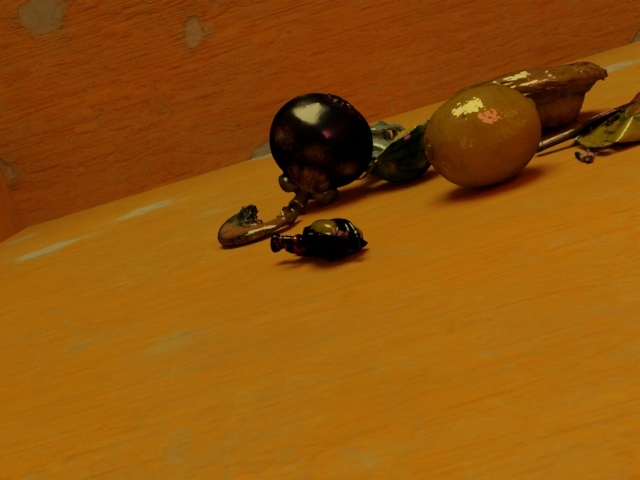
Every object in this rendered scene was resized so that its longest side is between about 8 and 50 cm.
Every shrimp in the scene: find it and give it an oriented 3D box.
[{"bbox_3d":[-0.159,-0.057,1.986,0.222,0.054,0.290,-16,17,8],"label":"shrimp"}]

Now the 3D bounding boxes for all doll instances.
[{"bbox_3d":[-0.002,-0.003,1.509,0.127,0.088,0.249,-26,12,-32],"label":"doll"}]

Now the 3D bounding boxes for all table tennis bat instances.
[{"bbox_3d":[0.658,-0.278,1.833,0.274,0.021,0.154,-22,-12,5],"label":"table tennis bat"}]

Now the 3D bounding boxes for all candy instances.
[{"bbox_3d":[0.750,-0.279,1.708,0.297,0.081,0.187,-26,11,8],"label":"candy"}]

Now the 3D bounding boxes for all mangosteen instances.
[{"bbox_3d":[0.001,-0.253,2.066,0.297,0.313,0.297,2,37,-2],"label":"mangosteen"}]

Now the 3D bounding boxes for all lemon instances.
[{"bbox_3d":[0.365,-0.233,1.675,0.263,0.236,0.236,-8,15,9],"label":"lemon"}]

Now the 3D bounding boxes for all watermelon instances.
[{"bbox_3d":[0.234,-0.226,2.010,0.204,0.127,0.232,-38,2,44],"label":"watermelon"}]

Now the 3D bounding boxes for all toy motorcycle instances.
[{"bbox_3d":[0.196,-0.272,2.250,0.206,0.154,0.260,3,29,-3],"label":"toy motorcycle"}]

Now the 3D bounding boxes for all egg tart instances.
[{"bbox_3d":[0.600,-0.400,2.136,0.443,0.178,0.443,-11,8,2],"label":"egg tart"}]

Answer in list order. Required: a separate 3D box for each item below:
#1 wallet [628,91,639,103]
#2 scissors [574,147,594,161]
[{"bbox_3d":[0.918,-0.392,2.057,0.119,0.025,0.232,-7,17,36],"label":"wallet"},{"bbox_3d":[0.597,-0.190,1.670,0.039,0.012,0.113,-13,14,16],"label":"scissors"}]
